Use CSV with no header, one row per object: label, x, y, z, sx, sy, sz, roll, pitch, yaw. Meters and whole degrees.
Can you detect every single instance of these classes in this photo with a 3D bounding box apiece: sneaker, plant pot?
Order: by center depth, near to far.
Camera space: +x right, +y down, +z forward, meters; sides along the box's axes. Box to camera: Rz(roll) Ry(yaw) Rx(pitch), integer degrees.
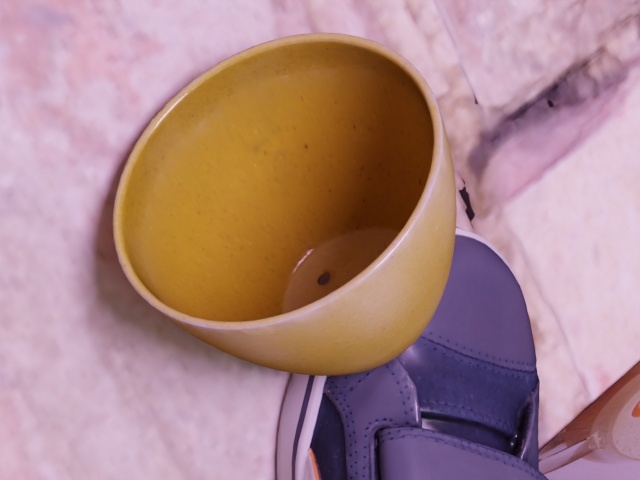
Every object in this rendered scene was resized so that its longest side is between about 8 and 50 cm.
plant pot,0.000,0.000,0.753,0.134,0.134,0.095,-57,142,-17
sneaker,0.047,0.150,0.784,0.126,0.127,0.321,16,82,-31

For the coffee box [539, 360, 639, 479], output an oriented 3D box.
coffee box,0.230,0.080,0.888,0.246,0.141,0.098,-37,111,-26
